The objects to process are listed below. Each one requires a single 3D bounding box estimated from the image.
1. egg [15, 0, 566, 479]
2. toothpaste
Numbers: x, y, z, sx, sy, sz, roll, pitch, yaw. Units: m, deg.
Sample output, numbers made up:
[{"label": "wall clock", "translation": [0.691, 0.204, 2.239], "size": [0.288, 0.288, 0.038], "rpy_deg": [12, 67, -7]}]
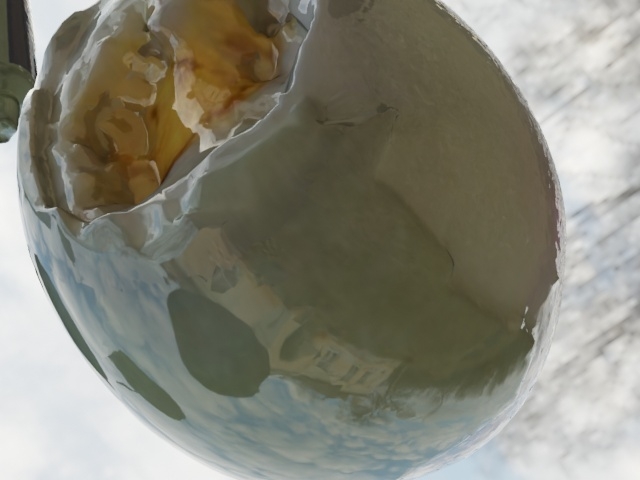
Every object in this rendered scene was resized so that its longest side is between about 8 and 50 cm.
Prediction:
[{"label": "egg", "translation": [0.000, 0.000, 0.682], "size": [0.217, 0.183, 0.183], "rpy_deg": [45, -151, -47]}, {"label": "toothpaste", "translation": [-0.210, -0.152, 1.225], "size": [0.069, 0.047, 0.268], "rpy_deg": [54, -165, -41]}]
